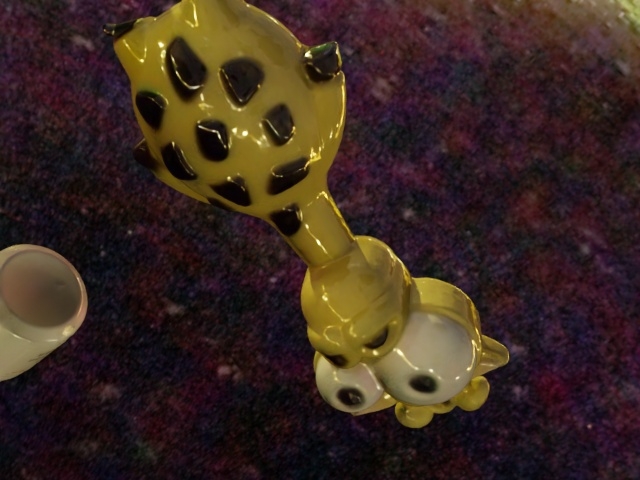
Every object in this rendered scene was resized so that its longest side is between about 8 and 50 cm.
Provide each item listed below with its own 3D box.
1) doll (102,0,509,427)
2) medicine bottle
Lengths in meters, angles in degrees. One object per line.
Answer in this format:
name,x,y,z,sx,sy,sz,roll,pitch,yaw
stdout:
doll,0.000,0.000,0.382,0.291,0.117,0.086,56,30,-24
medicine bottle,-0.160,0.042,0.367,0.052,0.089,0.052,29,45,-33
